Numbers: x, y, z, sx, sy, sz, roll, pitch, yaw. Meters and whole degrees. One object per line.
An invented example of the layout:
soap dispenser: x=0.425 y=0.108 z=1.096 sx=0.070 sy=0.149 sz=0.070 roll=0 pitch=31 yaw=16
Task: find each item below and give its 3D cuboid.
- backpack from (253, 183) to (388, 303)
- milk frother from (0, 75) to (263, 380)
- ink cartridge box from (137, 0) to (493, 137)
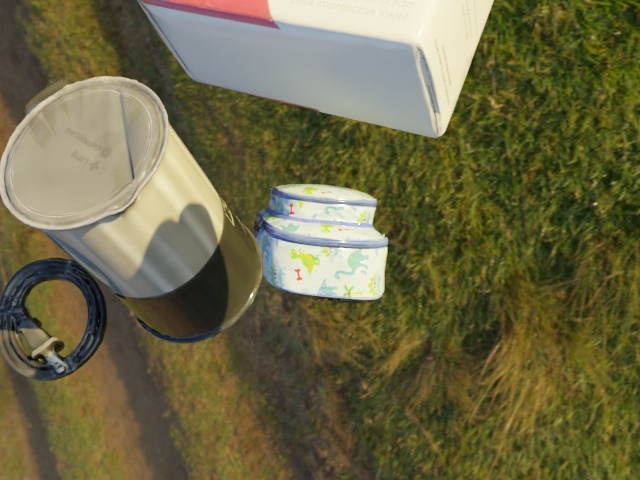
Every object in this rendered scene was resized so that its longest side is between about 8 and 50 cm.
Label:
backpack: x=0.000 y=0.000 z=0.612 sx=0.114 sy=0.104 sz=0.084 roll=-129 pitch=45 yaw=-72
milk frother: x=-0.123 y=0.005 z=0.410 sx=0.129 sy=0.143 sz=0.135 roll=28 pitch=162 yaw=29
ink cartridge box: x=0.031 y=-0.258 z=0.606 sx=0.226 sy=0.131 sz=0.306 roll=15 pitch=75 yaw=21
